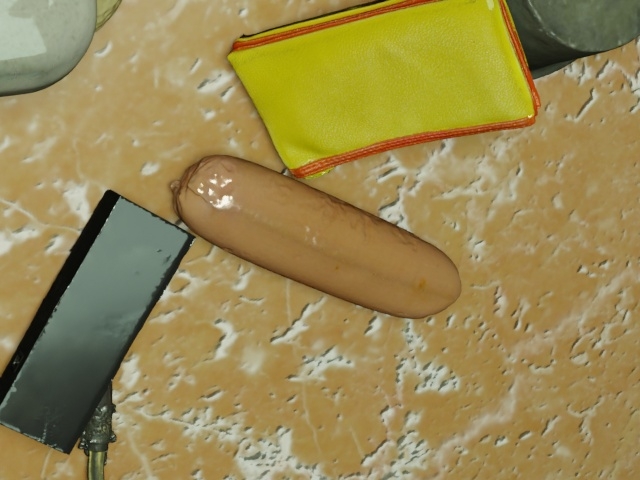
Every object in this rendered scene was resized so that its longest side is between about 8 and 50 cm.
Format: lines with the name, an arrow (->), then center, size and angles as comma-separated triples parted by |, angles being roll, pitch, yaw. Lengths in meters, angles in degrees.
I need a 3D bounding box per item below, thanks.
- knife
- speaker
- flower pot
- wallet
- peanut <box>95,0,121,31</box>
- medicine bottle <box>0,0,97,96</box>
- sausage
knife -> -0.201, 0.158, 1.198 | 0.046, 0.021, 0.222 | -13, 109, -19
speaker -> -0.198, 0.070, 1.141 | 0.082, 0.044, 0.218 | 29, 90, -26
flower pot -> 0.202, -0.251, 1.140 | 0.269, 0.166, 0.269 | -8, 113, -19
wallet -> 0.056, -0.137, 1.113 | 0.241, 0.067, 0.141 | -10, 124, 26
peanut -> -0.219, -0.191, 1.037 | 0.187, 0.082, 0.082 | -20, 115, -14
medicine bottle -> -0.291, -0.281, 0.907 | 0.282, 0.123, 0.375 | -7, 96, -17
sausage -> -0.001, 0.000, 1.188 | 0.289, 0.086, 0.086 | 22, 99, -28
